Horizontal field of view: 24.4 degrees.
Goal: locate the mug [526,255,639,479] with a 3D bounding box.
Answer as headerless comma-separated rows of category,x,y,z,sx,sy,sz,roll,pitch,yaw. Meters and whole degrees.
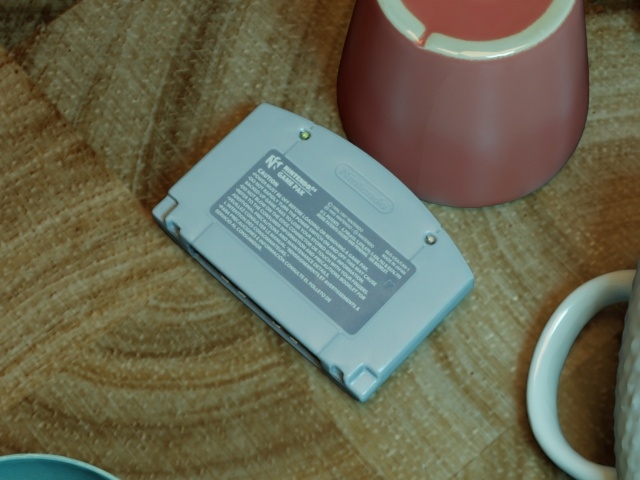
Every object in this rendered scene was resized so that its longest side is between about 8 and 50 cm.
mug,0.357,0.132,1.321,0.374,0.276,0.328,5,72,37

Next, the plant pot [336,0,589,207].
plant pot,0.147,-0.203,1.461,0.275,0.243,0.275,-1,67,1

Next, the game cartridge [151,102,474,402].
game cartridge,0.000,0.000,1.485,0.294,0.060,0.196,41,78,17

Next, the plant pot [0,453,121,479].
plant pot,-0.239,0.349,1.267,0.290,0.195,0.290,-1,67,3
